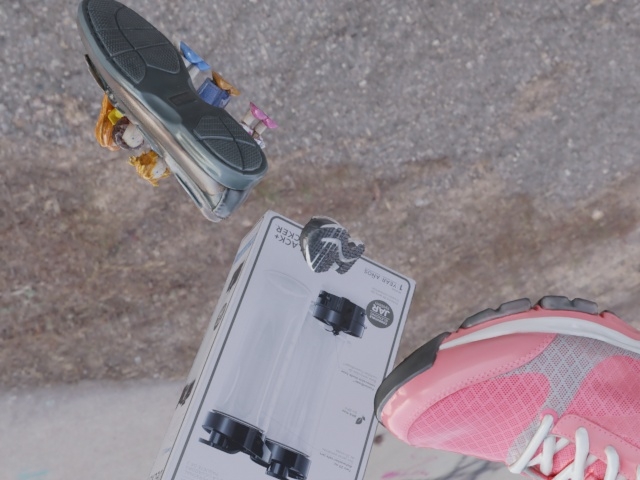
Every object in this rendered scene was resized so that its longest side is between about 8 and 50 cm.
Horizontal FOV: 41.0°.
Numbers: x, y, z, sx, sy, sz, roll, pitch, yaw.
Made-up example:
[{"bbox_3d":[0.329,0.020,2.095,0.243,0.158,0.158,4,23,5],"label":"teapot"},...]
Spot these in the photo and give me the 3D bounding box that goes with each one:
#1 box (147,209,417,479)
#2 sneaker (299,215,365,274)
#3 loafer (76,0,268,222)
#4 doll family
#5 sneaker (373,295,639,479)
[{"bbox_3d":[-0.035,0.139,0.774,0.169,0.290,0.087,25,152,-14],"label":"box"},{"bbox_3d":[0.000,0.000,0.660,0.040,0.044,0.109,-49,164,2],"label":"sneaker"},{"bbox_3d":[-0.165,-0.129,0.848,0.096,0.267,0.084,-22,154,-50],"label":"loafer"},{"bbox_3d":[-0.181,-0.146,1.053,0.163,0.118,0.263,-49,149,4],"label":"doll family"},{"bbox_3d":[0.190,0.123,0.516,0.314,0.136,0.116,5,138,-9],"label":"sneaker"}]
